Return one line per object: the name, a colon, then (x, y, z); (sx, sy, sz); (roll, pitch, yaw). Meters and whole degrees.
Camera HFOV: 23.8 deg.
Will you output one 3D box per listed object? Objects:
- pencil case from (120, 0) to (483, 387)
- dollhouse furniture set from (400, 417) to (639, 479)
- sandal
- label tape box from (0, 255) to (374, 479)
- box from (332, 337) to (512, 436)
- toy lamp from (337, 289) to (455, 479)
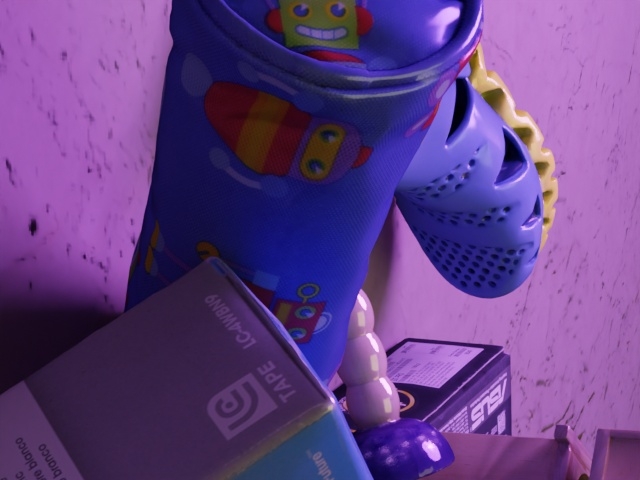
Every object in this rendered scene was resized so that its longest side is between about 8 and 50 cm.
pencil case: (-0.024, -0.016, 0.680); (0.306, 0.119, 0.133); (110, -10, -47)
dollhouse furniture set: (0.125, 0.198, 0.865); (0.101, 0.182, 0.161); (51, 47, -49)
sandal: (0.057, -0.077, 0.966); (0.138, 0.126, 0.317); (-56, 133, -37)
label tape box: (-0.124, 0.202, 0.624); (0.348, 0.115, 0.249); (-32, 134, -9)
box: (0.018, 0.271, 0.971); (0.395, 0.097, 0.318); (-30, 119, -58)
toy lamp: (0.000, 0.000, 0.840); (0.080, 0.080, 0.274); (-14, 89, -61)
